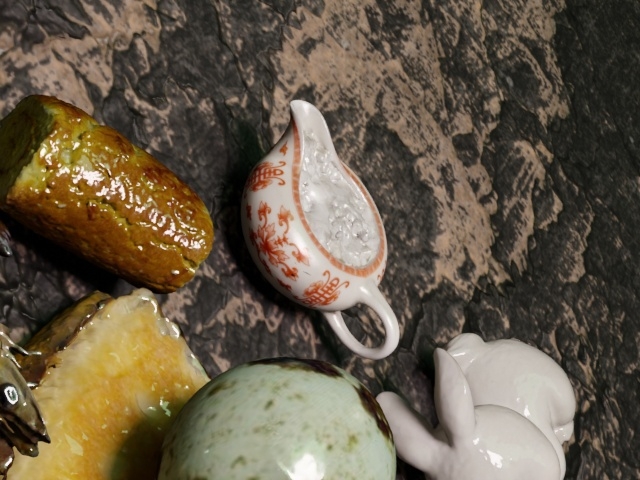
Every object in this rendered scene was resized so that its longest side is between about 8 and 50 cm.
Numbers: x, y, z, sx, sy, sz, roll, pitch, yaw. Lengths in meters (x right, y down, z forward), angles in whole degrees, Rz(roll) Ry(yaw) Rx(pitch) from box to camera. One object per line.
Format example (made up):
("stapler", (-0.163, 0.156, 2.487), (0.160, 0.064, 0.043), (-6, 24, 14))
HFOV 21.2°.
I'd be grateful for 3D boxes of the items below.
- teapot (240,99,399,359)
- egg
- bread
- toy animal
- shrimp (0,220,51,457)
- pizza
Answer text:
("teapot", (0.000, 0.000, 1.587), (0.245, 0.116, 0.159), (59, 24, 2))
("egg", (-0.026, 0.167, 1.262), (0.169, 0.169, 0.231), (59, 24, -1))
("bread", (-0.179, -0.037, 1.377), (0.172, 0.103, 0.132), (35, 3, -29))
("toy animal", (0.155, 0.173, 1.636), (0.178, 0.127, 0.193), (58, 37, 0))
("shrimp", (-0.266, 0.028, 1.261), (0.296, 0.058, 0.169), (49, 34, 11))
("pizza", (-0.148, 0.218, 1.289), (0.435, 0.080, 0.392), (2, 65, -51))
